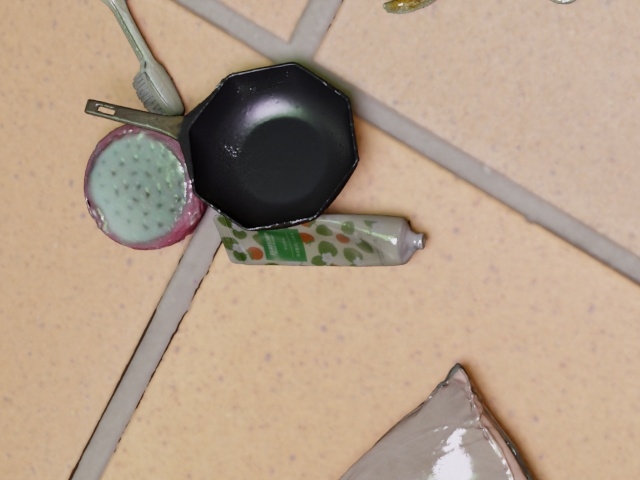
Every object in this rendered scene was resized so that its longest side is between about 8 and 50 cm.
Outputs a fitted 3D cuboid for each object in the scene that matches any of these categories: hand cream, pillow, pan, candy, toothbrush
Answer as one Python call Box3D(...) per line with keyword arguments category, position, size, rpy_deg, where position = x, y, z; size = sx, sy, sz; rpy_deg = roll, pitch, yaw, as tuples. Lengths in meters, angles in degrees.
Box3D(category="hand cream", position=(0.000, 0.000, 1.381), size=(0.165, 0.037, 0.057), rpy_deg=(0, 137, 18))
Box3D(category="pillow", position=(0.049, 0.237, 1.387), size=(0.270, 0.067, 0.173), rpy_deg=(-36, 82, 19))
Box3D(category="pan", position=(-0.063, -0.086, 1.372), size=(0.202, 0.048, 0.128), rpy_deg=(36, 81, 17))
Box3D(category="candy", position=(-0.136, -0.043, 1.417), size=(0.103, 0.043, 0.103), rpy_deg=(4, 101, 20))
Box3D(category="toothbrush", position=(-0.186, -0.221, 1.414), size=(0.028, 0.026, 0.294), rpy_deg=(-29, 89, 35))

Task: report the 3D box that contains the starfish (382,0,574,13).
Box3D(category="starfish", position=(0.110, -0.256, 1.305), size=(0.217, 0.050, 0.223), rpy_deg=(-44, 89, 11))
